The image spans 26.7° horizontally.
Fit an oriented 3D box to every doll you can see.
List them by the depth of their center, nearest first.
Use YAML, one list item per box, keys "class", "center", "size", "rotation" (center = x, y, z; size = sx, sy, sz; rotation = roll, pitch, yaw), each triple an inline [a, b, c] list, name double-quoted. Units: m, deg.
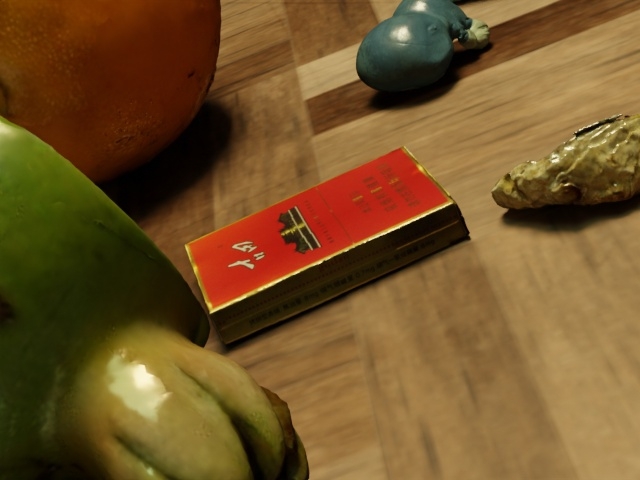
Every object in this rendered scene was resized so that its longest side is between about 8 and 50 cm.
- class: "doll"
  center: [0.055, -0.122, 0.845]
  size: [0.076, 0.050, 0.083]
  rotation: [-8, 32, 37]

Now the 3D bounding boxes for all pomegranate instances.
- class: "pomegranate"
  center: [-0.133, 0.059, 0.553]
  size: [0.159, 0.241, 0.190]
  rotation: [-56, 5, -18]

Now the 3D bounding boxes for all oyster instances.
- class: "oyster"
  center: [0.132, -0.030, 0.647]
  size: [0.081, 0.038, 0.083]
  rotation: [-14, -16, -43]

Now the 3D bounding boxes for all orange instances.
- class: "orange"
  center: [-0.180, -0.147, 0.866]
  size: [0.240, 0.240, 0.240]
  rotation: [-19, 27, 10]

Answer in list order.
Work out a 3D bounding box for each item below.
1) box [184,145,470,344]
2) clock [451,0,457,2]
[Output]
- class: "box"
  center: [0.000, 0.000, 0.688]
  size: [0.133, 0.023, 0.090]
  rotation: [-24, 24, -2]
- class: "clock"
  center: [0.127, -0.236, 0.967]
  size: [0.108, 0.045, 0.147]
  rotation: [-10, 43, 32]
